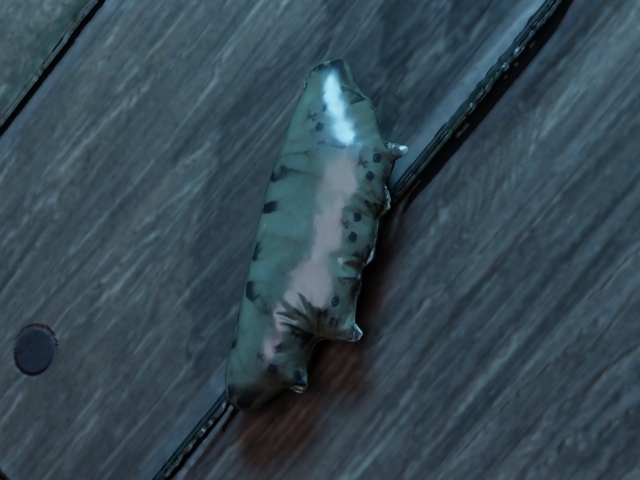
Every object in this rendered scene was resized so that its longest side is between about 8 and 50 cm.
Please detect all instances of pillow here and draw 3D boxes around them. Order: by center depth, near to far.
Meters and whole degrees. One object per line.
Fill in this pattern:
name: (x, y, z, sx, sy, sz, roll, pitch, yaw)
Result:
pillow: (0.001, -0.001, 1.101, 0.093, 0.051, 0.241, 11, 82, 27)
